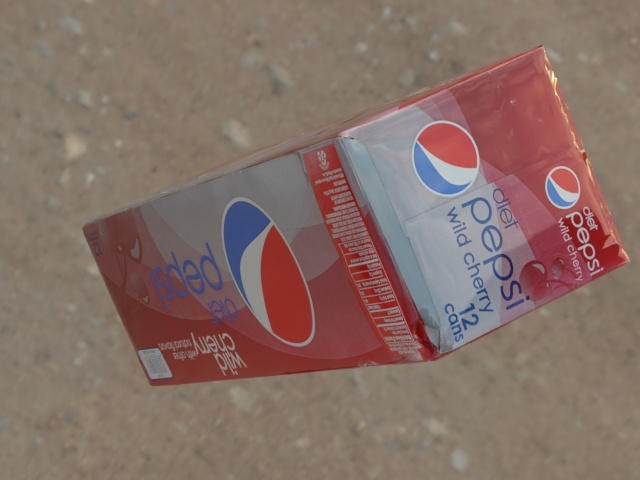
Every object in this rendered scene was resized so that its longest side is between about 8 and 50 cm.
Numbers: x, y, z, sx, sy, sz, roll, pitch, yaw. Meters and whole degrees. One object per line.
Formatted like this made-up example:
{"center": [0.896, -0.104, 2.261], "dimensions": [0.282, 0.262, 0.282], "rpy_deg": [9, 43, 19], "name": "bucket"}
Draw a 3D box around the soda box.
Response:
{"center": [0.000, 0.000, 0.683], "dimensions": [0.092, 0.263, 0.083], "rpy_deg": [-25, 96, -26], "name": "soda box"}
